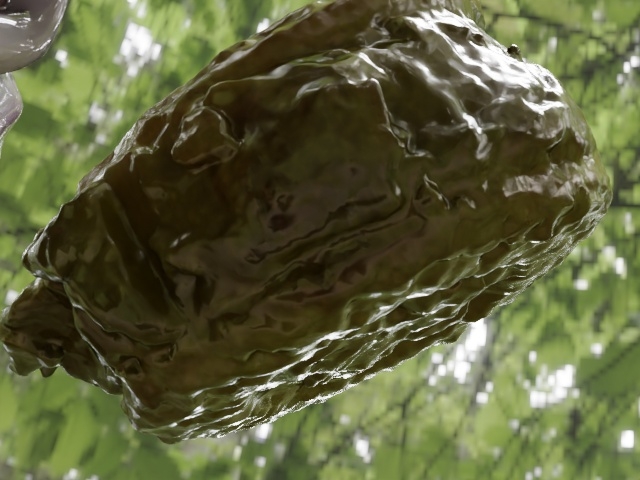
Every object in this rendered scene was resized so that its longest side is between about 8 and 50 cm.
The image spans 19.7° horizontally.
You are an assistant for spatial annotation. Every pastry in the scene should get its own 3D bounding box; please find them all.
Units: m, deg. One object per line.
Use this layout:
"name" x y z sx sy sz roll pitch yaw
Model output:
"pastry" 0.000 0.000 0.767 0.132 0.235 0.240 53 -28 14

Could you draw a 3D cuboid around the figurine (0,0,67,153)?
"figurine" -0.161 -0.070 0.653 0.133 0.200 0.276 17 -46 -25
